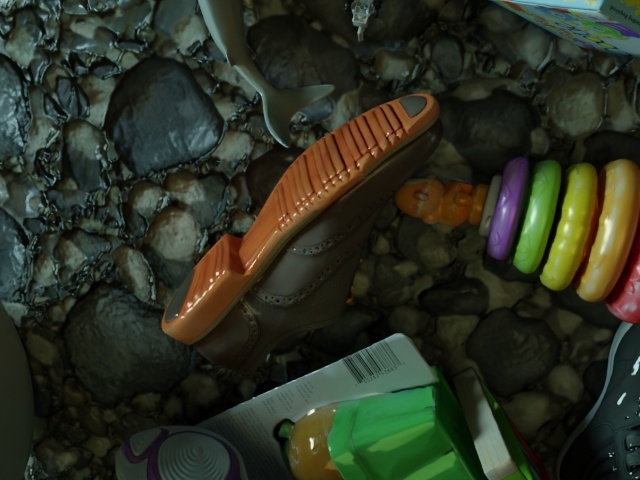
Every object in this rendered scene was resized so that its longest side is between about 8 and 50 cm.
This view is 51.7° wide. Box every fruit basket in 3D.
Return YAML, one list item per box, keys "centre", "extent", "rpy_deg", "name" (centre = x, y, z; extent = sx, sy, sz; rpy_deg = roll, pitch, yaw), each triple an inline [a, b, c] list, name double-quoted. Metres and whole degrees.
- centre: [0.025, 0.295, 0.751]
  extent: [0.353, 0.165, 0.327]
  rpy_deg: [-28, 101, 25]
  name: "fruit basket"

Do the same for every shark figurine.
- centre: [-0.090, -0.231, 0.615]
  extent: [0.166, 0.116, 0.278]
  rpy_deg: [5, 114, 23]
  name: "shark figurine"

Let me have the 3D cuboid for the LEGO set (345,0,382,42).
- centre: [0.067, -0.322, 0.641]
  extent: [0.244, 0.060, 0.182]
  rpy_deg: [-29, 89, 7]
  name: "LEGO set"

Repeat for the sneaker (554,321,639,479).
- centre: [0.355, 0.184, 0.690]
  extent: [0.104, 0.147, 0.296]
  rpy_deg: [23, 103, -1]
  name: "sneaker"

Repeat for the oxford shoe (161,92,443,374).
- centre: [0.000, 0.000, 0.684]
  extent: [0.363, 0.130, 0.133]
  rpy_deg: [-42, 112, 19]
  name: "oxford shoe"

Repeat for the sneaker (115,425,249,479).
- centre: [-0.087, 0.297, 0.647]
  extent: [0.305, 0.114, 0.152]
  rpy_deg: [25, 120, 23]
  name: "sneaker"

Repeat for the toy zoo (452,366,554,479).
- centre: [0.245, 0.291, 0.697]
  extent: [0.030, 0.192, 0.293]
  rpy_deg: [-34, 101, 10]
  name: "toy zoo"

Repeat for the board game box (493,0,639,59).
- centre: [0.283, -0.306, 0.548]
  extent: [0.144, 0.142, 0.275]
  rpy_deg: [12, 107, -31]
  name: "board game box"

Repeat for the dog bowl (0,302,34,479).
- centre: [-0.400, 0.160, 0.655]
  extent: [0.104, 0.265, 0.265]
  rpy_deg: [-14, 103, 3]
  name: "dog bowl"

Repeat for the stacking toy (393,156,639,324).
- centre: [0.220, -0.021, 0.660]
  extent: [0.302, 0.175, 0.166]
  rpy_deg: [14, 98, 14]
  name: "stacking toy"
